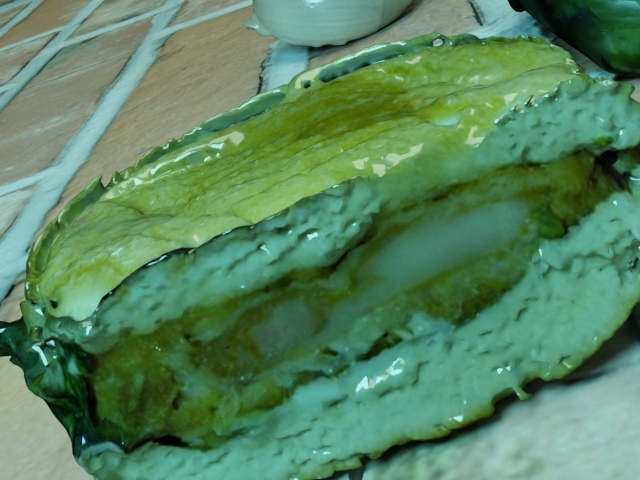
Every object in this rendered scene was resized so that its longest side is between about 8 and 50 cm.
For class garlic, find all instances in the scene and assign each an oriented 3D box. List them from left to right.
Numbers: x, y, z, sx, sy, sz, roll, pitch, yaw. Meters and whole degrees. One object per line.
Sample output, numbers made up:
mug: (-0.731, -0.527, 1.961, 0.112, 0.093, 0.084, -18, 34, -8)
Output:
garlic: (0.028, -0.332, 1.264, 0.203, 0.184, 0.281, 4, 25, 8)

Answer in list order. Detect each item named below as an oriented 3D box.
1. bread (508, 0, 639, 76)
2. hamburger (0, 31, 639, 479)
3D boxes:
bread: (0.257, -0.266, 0.888, 0.251, 0.208, 0.376, -15, 18, 4)
hamburger: (0.000, 0.000, 0.555, 0.309, 0.132, 0.211, -26, 22, -2)
